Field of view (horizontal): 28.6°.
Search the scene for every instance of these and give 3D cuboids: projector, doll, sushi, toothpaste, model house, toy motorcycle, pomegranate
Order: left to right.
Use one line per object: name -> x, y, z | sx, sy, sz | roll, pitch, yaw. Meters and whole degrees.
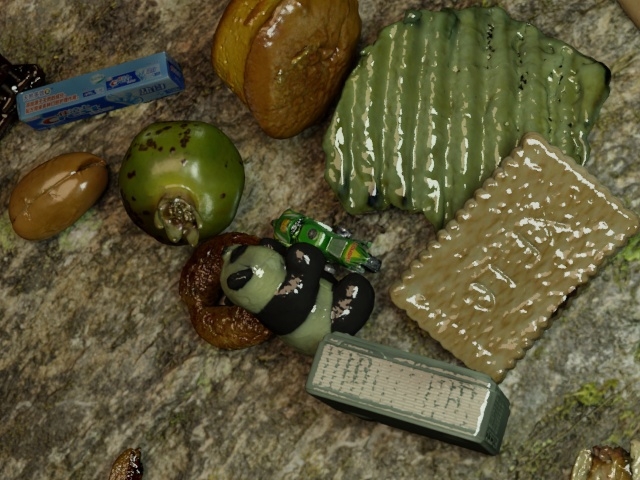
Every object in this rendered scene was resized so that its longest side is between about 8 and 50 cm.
model house -> -0.587, -0.246, 2.081 | 0.141, 0.164, 0.203 | 31, 90, 26
toothpaste -> -0.361, -0.242, 2.060 | 0.272, 0.066, 0.053 | -13, 75, 14
sushi -> -0.293, 0.361, 1.909 | 0.047, 0.050, 0.099 | 7, 86, 24
pomegranate -> -0.198, -0.075, 1.897 | 0.198, 0.198, 0.246 | -47, 45, 2
doll -> -0.038, 0.075, 1.808 | 0.135, 0.234, 0.143 | -60, 24, -15
toy motorcycle -> 0.000, 0.000, 1.875 | 0.190, 0.106, 0.074 | 22, 85, 22
projector -> 0.127, 0.212, 1.745 | 0.257, 0.192, 0.099 | 14, 77, 19

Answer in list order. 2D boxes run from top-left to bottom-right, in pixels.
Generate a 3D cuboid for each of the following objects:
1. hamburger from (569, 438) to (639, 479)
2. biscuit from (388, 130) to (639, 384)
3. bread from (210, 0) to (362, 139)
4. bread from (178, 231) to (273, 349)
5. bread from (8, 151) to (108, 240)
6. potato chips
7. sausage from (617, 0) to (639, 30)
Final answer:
hamburger -> 0.398, 0.407, 1.635 | 0.155, 0.245, 0.282 | 1, 121, 42
biscuit -> 0.272, 0.026, 1.775 | 0.217, 0.044, 0.325 | 40, 100, 2
bread -> -0.044, -0.290, 1.883 | 0.146, 0.268, 0.268 | 35, 89, 27
bread -> -0.130, 0.075, 1.921 | 0.193, 0.064, 0.193 | -4, 78, 19
bread -> -0.432, -0.076, 2.042 | 0.189, 0.077, 0.114 | -37, 66, 9
potato chips -> 0.215, -0.172, 1.847 | 0.373, 0.097, 0.389 | 26, 83, 3
sausage -> 0.529, -0.274, 1.804 | 0.066, 0.066, 0.301 | -39, 68, 5
